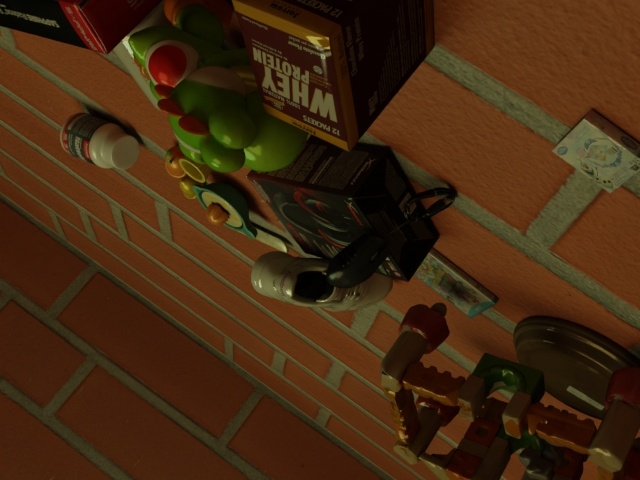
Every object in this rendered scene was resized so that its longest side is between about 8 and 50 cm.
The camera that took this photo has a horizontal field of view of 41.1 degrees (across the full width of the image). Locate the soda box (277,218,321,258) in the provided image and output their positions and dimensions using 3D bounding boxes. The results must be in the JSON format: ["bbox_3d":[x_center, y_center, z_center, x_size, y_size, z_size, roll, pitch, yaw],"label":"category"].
[{"bbox_3d":[0.000,0.000,1.701,0.183,0.063,0.058,48,156,-26],"label":"soda box"}]

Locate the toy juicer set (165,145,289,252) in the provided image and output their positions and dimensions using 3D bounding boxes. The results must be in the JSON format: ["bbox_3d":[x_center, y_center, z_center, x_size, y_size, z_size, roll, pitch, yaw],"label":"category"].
[{"bbox_3d":[-0.234,-0.076,1.879,0.209,0.089,0.329,11,146,49],"label":"toy juicer set"}]

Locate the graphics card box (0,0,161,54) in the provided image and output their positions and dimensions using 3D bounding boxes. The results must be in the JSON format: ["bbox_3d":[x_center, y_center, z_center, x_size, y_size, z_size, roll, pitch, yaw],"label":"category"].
[{"bbox_3d":[-0.362,-0.400,1.234,0.371,0.232,0.094,21,153,35],"label":"graphics card box"}]

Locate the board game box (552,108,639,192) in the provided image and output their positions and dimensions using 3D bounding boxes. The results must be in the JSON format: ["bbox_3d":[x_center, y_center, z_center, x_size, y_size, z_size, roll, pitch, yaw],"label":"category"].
[{"bbox_3d":[0.336,-0.105,1.023,0.090,0.020,0.090,36,159,3],"label":"board game box"}]

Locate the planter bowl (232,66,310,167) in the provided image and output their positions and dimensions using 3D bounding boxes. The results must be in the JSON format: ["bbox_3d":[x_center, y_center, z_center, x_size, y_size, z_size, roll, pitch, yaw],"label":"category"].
[{"bbox_3d":[-0.118,-0.181,1.349,0.217,0.090,0.217,4,137,4],"label":"planter bowl"}]

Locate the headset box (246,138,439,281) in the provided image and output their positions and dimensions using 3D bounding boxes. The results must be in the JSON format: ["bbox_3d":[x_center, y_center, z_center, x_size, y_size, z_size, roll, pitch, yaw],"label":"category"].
[{"bbox_3d":[0.027,-0.061,1.471,0.293,0.110,0.218,15,150,45],"label":"headset box"}]

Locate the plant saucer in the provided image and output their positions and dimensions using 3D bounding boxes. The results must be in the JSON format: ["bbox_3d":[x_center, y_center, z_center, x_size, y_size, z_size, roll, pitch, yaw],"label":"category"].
[{"bbox_3d":[0.457,0.235,1.493,0.278,0.041,0.278,31,158,14],"label":"plant saucer"}]

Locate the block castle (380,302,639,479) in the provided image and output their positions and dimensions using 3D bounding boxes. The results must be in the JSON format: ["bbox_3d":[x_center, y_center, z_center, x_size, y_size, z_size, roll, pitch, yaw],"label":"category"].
[{"bbox_3d":[0.343,0.297,1.472,0.453,0.213,0.303,15,138,32],"label":"block castle"}]

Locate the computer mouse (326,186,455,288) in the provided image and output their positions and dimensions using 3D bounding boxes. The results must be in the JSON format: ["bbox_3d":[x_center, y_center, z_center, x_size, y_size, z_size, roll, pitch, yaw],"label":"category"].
[{"bbox_3d":[0.110,0.000,1.325,0.071,0.242,0.041,42,-165,-35],"label":"computer mouse"}]

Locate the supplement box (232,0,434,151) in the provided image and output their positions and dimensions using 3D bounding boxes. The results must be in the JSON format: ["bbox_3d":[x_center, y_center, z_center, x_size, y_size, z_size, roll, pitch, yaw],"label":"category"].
[{"bbox_3d":[0.024,-0.248,0.985,0.129,0.194,0.191,28,157,23],"label":"supplement box"}]

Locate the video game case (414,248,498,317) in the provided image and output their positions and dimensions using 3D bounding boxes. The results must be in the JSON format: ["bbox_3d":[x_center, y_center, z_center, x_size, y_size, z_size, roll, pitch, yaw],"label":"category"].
[{"bbox_3d":[0.232,0.075,1.554,0.166,0.015,0.119,37,158,1],"label":"video game case"}]

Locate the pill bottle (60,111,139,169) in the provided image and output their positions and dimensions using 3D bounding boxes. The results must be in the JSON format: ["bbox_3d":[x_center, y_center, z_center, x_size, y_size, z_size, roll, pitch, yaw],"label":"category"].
[{"bbox_3d":[-0.510,-0.227,1.985,0.180,0.108,0.108,22,153,35],"label":"pill bottle"}]

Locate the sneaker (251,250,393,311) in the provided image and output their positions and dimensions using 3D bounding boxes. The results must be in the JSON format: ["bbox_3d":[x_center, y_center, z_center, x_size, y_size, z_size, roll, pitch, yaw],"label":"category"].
[{"bbox_3d":[0.026,0.091,1.601,0.305,0.114,0.152,4,-172,-35],"label":"sneaker"}]

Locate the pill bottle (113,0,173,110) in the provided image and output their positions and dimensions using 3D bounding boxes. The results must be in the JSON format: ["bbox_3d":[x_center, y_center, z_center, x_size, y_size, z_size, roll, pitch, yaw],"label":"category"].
[{"bbox_3d":[-0.243,-0.287,1.414,0.131,0.131,0.229,17,150,43],"label":"pill bottle"}]

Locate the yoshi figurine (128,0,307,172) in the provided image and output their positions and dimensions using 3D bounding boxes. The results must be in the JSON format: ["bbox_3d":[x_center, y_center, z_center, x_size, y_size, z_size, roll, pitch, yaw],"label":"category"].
[{"bbox_3d":[-0.131,-0.202,1.187,0.362,0.203,0.203,-119,11,-46],"label":"yoshi figurine"}]
